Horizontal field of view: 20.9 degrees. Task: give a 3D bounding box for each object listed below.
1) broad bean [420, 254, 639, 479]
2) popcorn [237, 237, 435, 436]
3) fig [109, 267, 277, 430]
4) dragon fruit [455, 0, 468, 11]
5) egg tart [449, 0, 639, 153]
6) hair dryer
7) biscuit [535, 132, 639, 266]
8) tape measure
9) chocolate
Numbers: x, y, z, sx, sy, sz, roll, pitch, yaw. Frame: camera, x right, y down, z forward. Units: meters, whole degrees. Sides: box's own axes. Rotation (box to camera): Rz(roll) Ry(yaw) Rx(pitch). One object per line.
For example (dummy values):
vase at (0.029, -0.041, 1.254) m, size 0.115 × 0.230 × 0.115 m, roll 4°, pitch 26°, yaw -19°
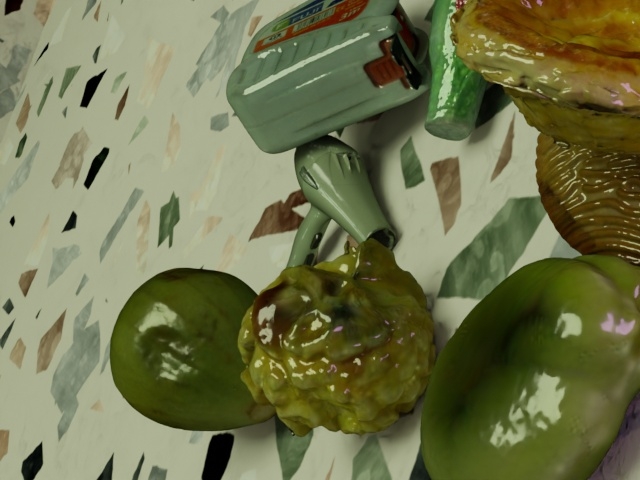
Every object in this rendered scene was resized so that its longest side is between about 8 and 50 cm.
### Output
broad bean at (0.191, 0.128, 1.554) m, size 0.291 × 0.119 × 0.238 m, roll -43°, pitch 35°, yaw 41°
popcorn at (0.022, 0.110, 1.854) m, size 0.169 × 0.218 × 0.189 m, roll 77°, pitch -152°, yaw -46°
fig at (-0.142, 0.131, 2.094) m, size 0.230 × 0.207 × 0.207 m, roll 1°, pitch 69°, yaw 56°
dragon fruit at (0.226, -0.235, 1.838) m, size 0.153 × 0.111 × 0.153 m, roll -6°, pitch 72°, yaw 18°
egg tart at (0.259, -0.157, 1.530) m, size 0.295 × 0.295 × 0.116 m, roll -116°, pitch 24°, yaw -58°
hair dryer at (0.016, -0.006, 2.078) m, size 0.219 × 0.088 × 0.225 m, roll 26°, pitch 105°, yaw 61°
biscuit at (0.284, -0.060, 1.575) m, size 0.228 × 0.031 × 0.176 m, roll -13°, pitch 68°, yaw 46°
tape measure at (0.020, -0.213, 2.108) m, size 0.243 × 0.125 × 0.246 m, roll -21°, pitch 25°, yaw 23°
chocolate at (0.173, -0.255, 1.944) m, size 0.110 × 0.110 × 0.291 m, roll -13°, pitch 60°, yaw 59°
